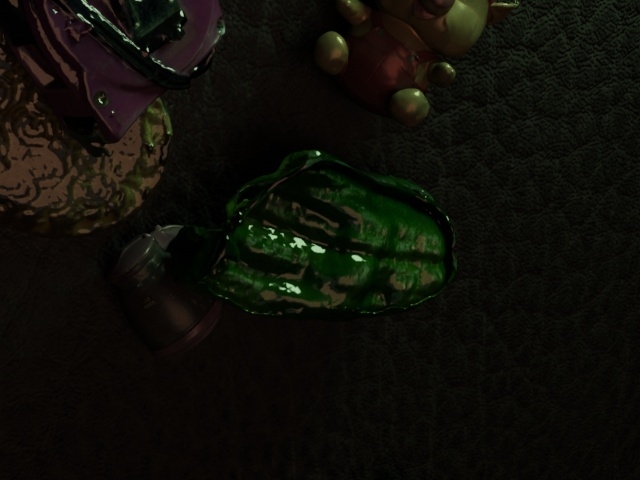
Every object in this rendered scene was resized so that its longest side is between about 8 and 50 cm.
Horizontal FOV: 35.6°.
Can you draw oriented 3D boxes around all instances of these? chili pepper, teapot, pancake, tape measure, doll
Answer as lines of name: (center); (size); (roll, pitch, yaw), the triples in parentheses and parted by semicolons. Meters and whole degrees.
chili pepper: (-0.005, -0.006, 1.279); (0.384, 0.167, 0.213); (3, 93, -35)
teapot: (-0.190, 0.054, 1.247); (0.148, 0.116, 0.146); (-40, 111, -3)
pancake: (-0.309, -0.139, 1.159); (0.288, 0.033, 0.286); (-1, 108, -27)
tape measure: (-0.219, -0.247, 1.069); (0.231, 0.149, 0.245); (-48, 122, -23)
doll: (0.118, -0.279, 1.247); (0.196, 0.152, 0.256); (36, 90, -32)
